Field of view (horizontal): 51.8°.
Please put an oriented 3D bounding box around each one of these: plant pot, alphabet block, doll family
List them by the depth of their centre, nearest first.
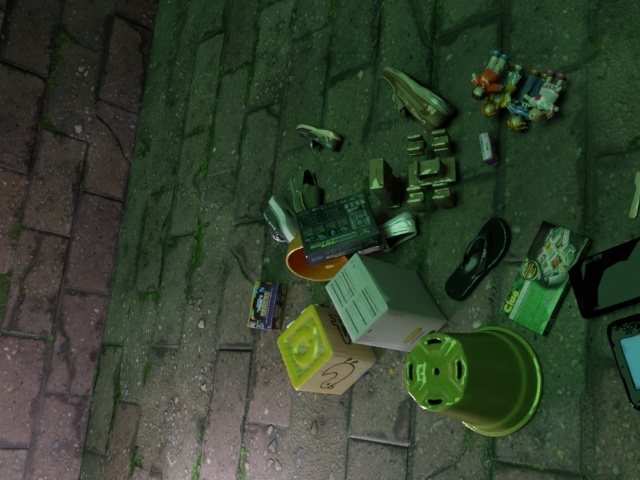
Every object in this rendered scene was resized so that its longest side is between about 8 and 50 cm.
[{"bbox_3d":[0.349,0.329,1.593,0.276,0.254,0.276,-18,65,43],"label":"plant pot"},{"bbox_3d":[0.528,-0.382,1.768,0.263,0.118,0.163,30,94,30],"label":"doll family"},{"bbox_3d":[0.018,0.332,1.997,0.192,0.197,0.193,-49,46,25],"label":"alphabet block"},{"bbox_3d":[0.000,0.000,2.148,0.205,0.205,0.188,-28,42,39],"label":"plant pot"}]

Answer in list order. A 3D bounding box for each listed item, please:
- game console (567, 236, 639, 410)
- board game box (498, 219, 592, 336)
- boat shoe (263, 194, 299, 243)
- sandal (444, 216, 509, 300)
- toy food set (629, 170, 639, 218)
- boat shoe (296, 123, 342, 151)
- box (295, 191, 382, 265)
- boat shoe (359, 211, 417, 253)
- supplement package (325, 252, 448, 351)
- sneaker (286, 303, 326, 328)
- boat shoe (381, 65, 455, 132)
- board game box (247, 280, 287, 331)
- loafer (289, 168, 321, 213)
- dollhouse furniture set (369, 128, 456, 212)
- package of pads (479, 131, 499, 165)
[{"bbox_3d":[0.687,0.180,1.429,0.213,0.044,0.361,-29,58,36],"label":"game console"},{"bbox_3d":[0.551,0.092,1.623,0.136,0.030,0.260,31,100,46],"label":"board game box"},{"bbox_3d":[-0.132,-0.044,2.359,0.102,0.108,0.301,-55,42,19],"label":"boat shoe"},{"bbox_3d":[0.417,0.053,1.761,0.097,0.054,0.254,44,110,45],"label":"sandal"},{"bbox_3d":[0.770,-0.097,1.438,0.192,0.038,0.132,9,84,49],"label":"toy food set"},{"bbox_3d":[-0.016,-0.365,2.361,0.223,0.080,0.073,20,87,44],"label":"boat shoe"},{"bbox_3d":[0.053,-0.037,1.989,0.232,0.059,0.183,-18,48,3],"label":"box"},{"bbox_3d":[0.195,-0.004,2.003,0.226,0.083,0.076,-35,52,34],"label":"boat shoe"},{"bbox_3d":[0.183,0.176,1.819,0.145,0.262,0.204,-50,46,25],"label":"supplement package"},{"bbox_3d":[-0.034,0.276,2.184,0.178,0.072,0.077,-47,59,37],"label":"sneaker"},{"bbox_3d":[0.277,-0.439,2.038,0.116,0.123,0.324,-58,41,19],"label":"boat shoe"},{"bbox_3d":[-0.193,0.235,2.375,0.141,0.048,0.170,-2,76,49],"label":"board game box"},{"bbox_3d":[-0.044,-0.156,2.308,0.087,0.094,0.251,-48,47,31],"label":"loafer"},{"bbox_3d":[0.287,-0.184,1.958,0.242,0.161,0.212,-7,70,24],"label":"dollhouse furniture set"},{"bbox_3d":[0.465,-0.252,1.816,0.032,0.050,0.083,-22,61,35],"label":"package of pads"}]
